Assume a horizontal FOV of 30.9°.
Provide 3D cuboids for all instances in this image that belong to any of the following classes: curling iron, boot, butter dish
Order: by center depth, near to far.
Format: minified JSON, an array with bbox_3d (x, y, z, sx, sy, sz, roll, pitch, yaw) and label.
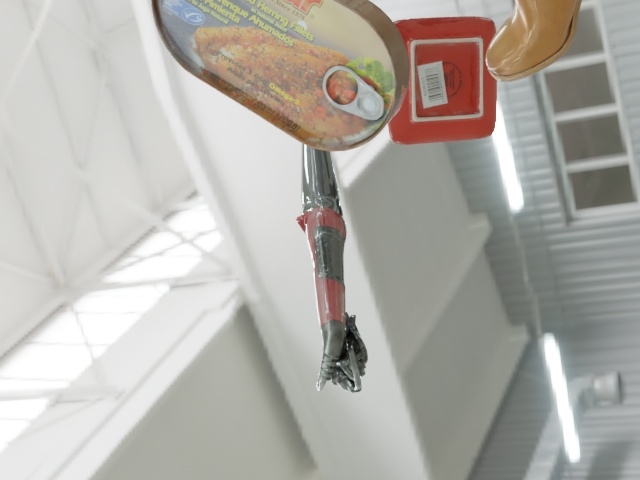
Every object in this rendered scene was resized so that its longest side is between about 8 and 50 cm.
[{"bbox_3d":[0.000,0.000,0.840,0.068,0.035,0.274,95,170,-45],"label":"curling iron"},{"bbox_3d":[0.189,-0.239,1.061,0.152,0.197,0.073,15,-142,-44],"label":"boot"},{"bbox_3d":[0.142,-0.213,1.531,0.159,0.118,0.160,-6,-78,-21],"label":"butter dish"}]

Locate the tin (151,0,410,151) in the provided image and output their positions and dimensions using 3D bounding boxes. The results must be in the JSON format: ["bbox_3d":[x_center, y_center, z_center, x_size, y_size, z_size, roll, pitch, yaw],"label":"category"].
[{"bbox_3d":[-0.027,-0.137,0.780,0.040,0.189,0.106,-46,-14,-49],"label":"tin"}]
